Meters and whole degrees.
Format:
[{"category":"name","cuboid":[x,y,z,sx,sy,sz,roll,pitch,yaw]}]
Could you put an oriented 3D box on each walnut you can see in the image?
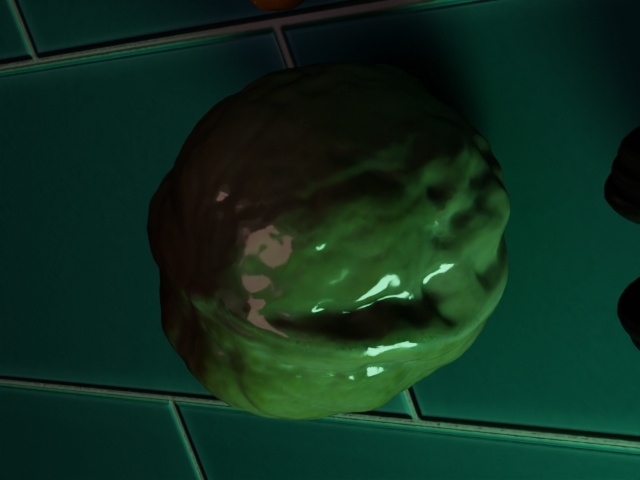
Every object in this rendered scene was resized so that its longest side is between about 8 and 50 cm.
[{"category":"walnut","cuboid":[0.001,0.002,1.191,0.248,0.248,0.248,29,135,34]}]

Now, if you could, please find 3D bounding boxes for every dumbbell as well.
[{"category":"dumbbell","cuboid":[0.219,0.004,1.042,0.099,0.099,0.208,16,127,43]}]

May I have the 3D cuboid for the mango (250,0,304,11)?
[{"category":"mango","cuboid":[-0.024,-0.197,1.228,0.060,0.046,0.089,44,137,20]}]
